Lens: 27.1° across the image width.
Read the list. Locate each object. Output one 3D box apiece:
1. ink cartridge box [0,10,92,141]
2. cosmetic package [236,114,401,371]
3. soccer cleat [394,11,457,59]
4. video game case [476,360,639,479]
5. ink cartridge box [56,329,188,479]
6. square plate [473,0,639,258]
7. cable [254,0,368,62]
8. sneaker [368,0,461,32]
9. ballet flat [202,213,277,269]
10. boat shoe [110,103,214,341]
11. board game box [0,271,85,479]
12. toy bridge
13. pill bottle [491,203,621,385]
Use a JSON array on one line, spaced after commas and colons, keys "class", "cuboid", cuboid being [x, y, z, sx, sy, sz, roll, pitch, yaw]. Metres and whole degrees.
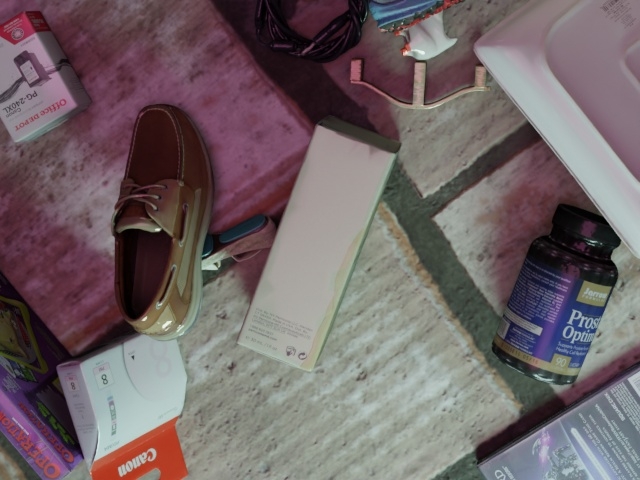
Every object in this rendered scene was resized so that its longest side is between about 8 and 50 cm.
[{"class": "ink cartridge box", "cuboid": [-0.404, -0.225, 1.831, 0.109, 0.063, 0.150, -28, 94, 11]}, {"class": "cosmetic package", "cuboid": [0.000, 0.000, 1.764, 0.113, 0.160, 0.309, 22, 103, 3]}, {"class": "soccer cleat", "cuboid": [0.118, -0.335, 1.744, 0.076, 0.068, 0.196, -20, 95, -8]}, {"class": "video game case", "cuboid": [0.383, 0.317, 1.830, 0.274, 0.026, 0.196, -34, 93, 13]}, {"class": "ink cartridge box", "cuboid": [-0.251, 0.247, 1.826, 0.066, 0.189, 0.232, -15, 96, 36]}, {"class": "square plate", "cuboid": [0.425, -0.213, 1.657, 0.347, 0.049, 0.344, -39, 91, -11]}, {"class": "cable", "cuboid": [-0.007, -0.332, 1.766, 0.150, 0.047, 0.184, 14, 100, 6]}, {"class": "sneaker", "cuboid": [0.168, -0.366, 1.674, 0.262, 0.104, 0.125, -28, 96, -15]}, {"class": "ballet flat", "cuboid": [-0.137, 0.015, 1.841, 0.168, 0.057, 0.052, -19, 125, 13]}, {"class": "boat shoe", "cuboid": [-0.218, -0.031, 1.776, 0.123, 0.116, 0.324, -7, 79, 22]}, {"class": "board game box", "cuboid": [-0.429, 0.161, 1.826, 0.056, 0.208, 0.347, -39, 92, 13]}, {"class": "toy bridge", "cuboid": [0.133, -0.208, 1.777, 0.188, 0.026, 0.063, 4, 102, 7]}, {"class": "pill bottle", "cuboid": [0.317, 0.069, 1.748, 0.123, 0.123, 0.219, 20, 102, 4]}]
